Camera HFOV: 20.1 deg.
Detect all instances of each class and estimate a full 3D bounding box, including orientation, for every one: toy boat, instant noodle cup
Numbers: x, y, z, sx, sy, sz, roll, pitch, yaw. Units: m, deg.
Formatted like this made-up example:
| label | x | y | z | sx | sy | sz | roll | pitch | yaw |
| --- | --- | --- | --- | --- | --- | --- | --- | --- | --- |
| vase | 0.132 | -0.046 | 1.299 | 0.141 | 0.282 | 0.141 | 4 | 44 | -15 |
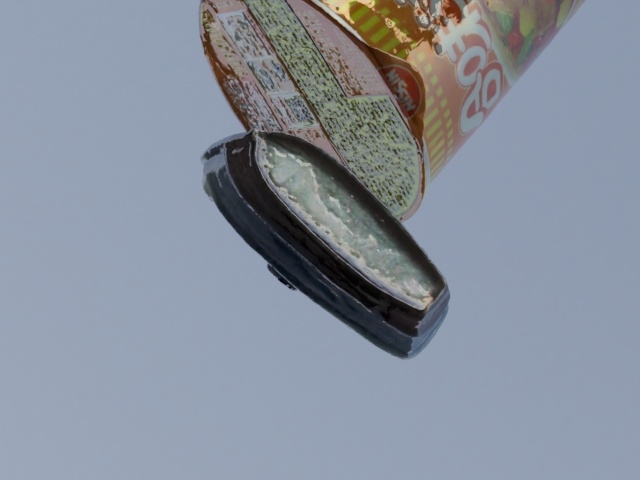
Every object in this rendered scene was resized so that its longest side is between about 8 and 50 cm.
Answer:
| label | x | y | z | sx | sy | sz | roll | pitch | yaw |
| --- | --- | --- | --- | --- | --- | --- | --- | --- | --- |
| toy boat | 0.000 | 0.000 | 0.830 | 0.137 | 0.060 | 0.061 | 40 | -32 | 1 |
| instant noodle cup | 0.056 | -0.127 | 0.979 | 0.168 | 0.185 | 0.168 | 37 | -27 | 22 |
